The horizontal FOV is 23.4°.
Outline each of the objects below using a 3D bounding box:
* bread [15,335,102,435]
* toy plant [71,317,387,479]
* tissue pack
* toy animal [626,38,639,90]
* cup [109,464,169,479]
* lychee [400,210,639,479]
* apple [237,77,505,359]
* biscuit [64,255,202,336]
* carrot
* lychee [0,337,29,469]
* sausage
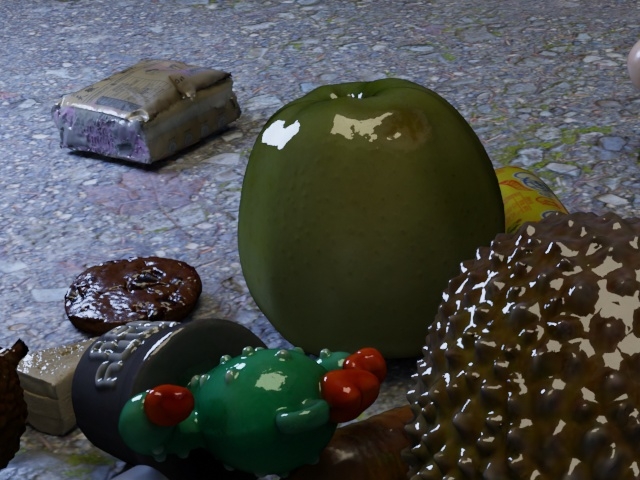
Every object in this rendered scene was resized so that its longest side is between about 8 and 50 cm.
[{"bbox_3d":[-0.304,0.158,1.824,0.105,0.077,0.152,12,27,27],"label":"bread"},{"bbox_3d":[-0.109,0.168,1.553,0.279,0.185,0.400,17,-9,-34],"label":"toy plant"},{"bbox_3d":[-0.292,-0.225,2.612,0.215,0.123,0.257,12,27,33],"label":"tissue pack"},{"bbox_3d":[0.580,-0.270,2.413,0.277,0.345,0.247,-40,42,-1],"label":"toy animal"},{"bbox_3d":[-0.190,0.317,1.436,0.142,0.173,0.134,-24,-2,-36],"label":"cup"},{"bbox_3d":[0.260,0.163,1.411,0.380,0.380,0.432,11,44,28],"label":"lychee"},{"bbox_3d":[0.064,-0.030,1.916,0.357,0.357,0.357,-2,24,1],"label":"apple"},{"bbox_3d":[-0.249,0.070,2.047,0.192,0.049,0.192,-6,22,2],"label":"biscuit"},{"bbox_3d":[0.092,0.223,1.598,0.302,0.114,0.114,-19,29,-33],"label":"carrot"},{"bbox_3d":[-0.406,0.184,1.648,0.238,0.200,0.200,-37,39,-28],"label":"lychee"},{"bbox_3d":[0.279,-0.005,2.066,0.123,0.123,0.347,-6,24,-7],"label":"sausage"}]
